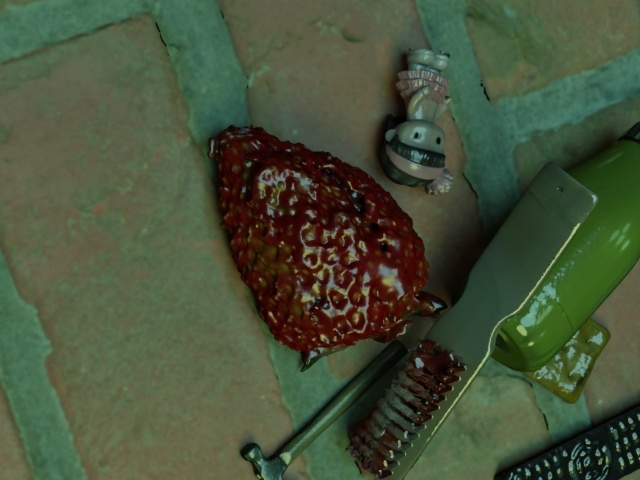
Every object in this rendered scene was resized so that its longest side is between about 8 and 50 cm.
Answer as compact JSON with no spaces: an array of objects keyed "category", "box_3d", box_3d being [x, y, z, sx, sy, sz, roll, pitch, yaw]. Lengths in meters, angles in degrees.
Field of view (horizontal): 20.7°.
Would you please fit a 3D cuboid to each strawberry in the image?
[{"category":"strawberry","box_3d":[0.009,-0.012,1.521,0.174,0.098,0.228,-29,104,-22]}]

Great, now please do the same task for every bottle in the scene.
[{"category":"bottle","box_3d":[0.239,-0.003,1.615,0.260,0.112,0.112,-46,107,-16]}]

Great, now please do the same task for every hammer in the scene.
[{"category":"hammer","box_3d":[0.013,0.155,1.571,0.182,0.017,0.062,-41,106,-19]}]

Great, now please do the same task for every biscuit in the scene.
[{"category":"biscuit","box_3d":[0.229,0.102,1.663,0.081,0.018,0.083,35,77,-19]}]

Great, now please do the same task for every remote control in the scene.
[{"category":"remote control","box_3d":[0.277,0.200,1.682,0.245,0.025,0.063,-22,100,-22]}]

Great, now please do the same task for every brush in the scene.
[{"category":"brush","box_3d":[0.124,0.076,1.523,0.321,0.060,0.050,-56,155,13]}]

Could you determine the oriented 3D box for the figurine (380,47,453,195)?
[{"category":"figurine","box_3d":[0.091,-0.107,1.586,0.072,0.054,0.129,14,78,-38]}]
